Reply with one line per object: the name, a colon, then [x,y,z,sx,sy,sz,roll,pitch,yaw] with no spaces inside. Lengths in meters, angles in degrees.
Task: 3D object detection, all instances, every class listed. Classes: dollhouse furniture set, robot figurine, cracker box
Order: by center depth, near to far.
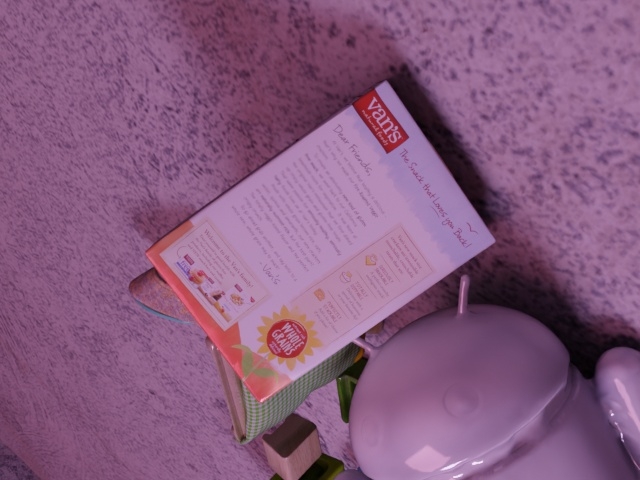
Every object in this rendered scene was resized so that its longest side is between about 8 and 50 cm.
cracker box: [0.000,0.000,0.646,0.155,0.232,0.067,55,-176,-9]
robot figurine: [0.156,0.202,0.676,0.300,0.200,0.353,-29,97,15]
dollhouse furniture set: [0.031,0.166,0.793,0.151,0.197,0.301,26,141,34]

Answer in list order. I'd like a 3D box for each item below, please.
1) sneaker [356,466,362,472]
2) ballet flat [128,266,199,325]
sneaker: [0.152,0.415,0.968,0.341,0.140,0.125,50,119,35]
ballet flat: [-0.115,0.057,0.954,0.316,0.108,0.106,18,115,34]
